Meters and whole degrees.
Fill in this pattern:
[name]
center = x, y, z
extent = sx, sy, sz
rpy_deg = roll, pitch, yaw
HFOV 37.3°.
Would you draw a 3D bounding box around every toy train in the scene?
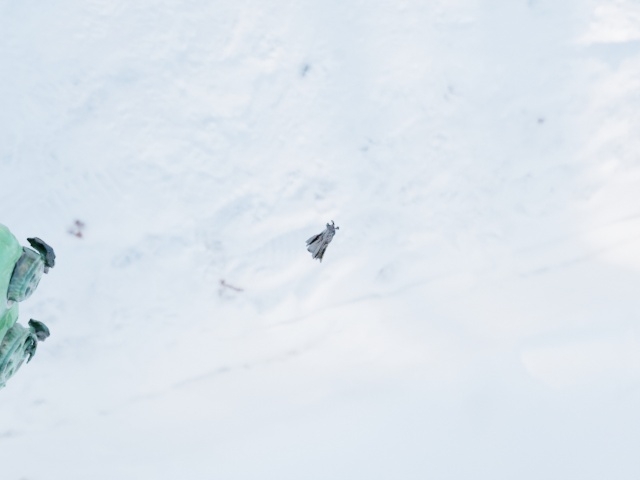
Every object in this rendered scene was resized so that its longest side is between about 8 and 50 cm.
[toy train]
center = -0.203, 0.042, 0.497
extent = 0.081, 0.099, 0.149
rpy_deg = -62, 178, -43

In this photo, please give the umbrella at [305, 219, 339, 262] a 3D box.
[umbrella]
center = 0.002, 0.000, 1.010
extent = 0.020, 0.083, 0.031
rpy_deg = 10, 67, -18
